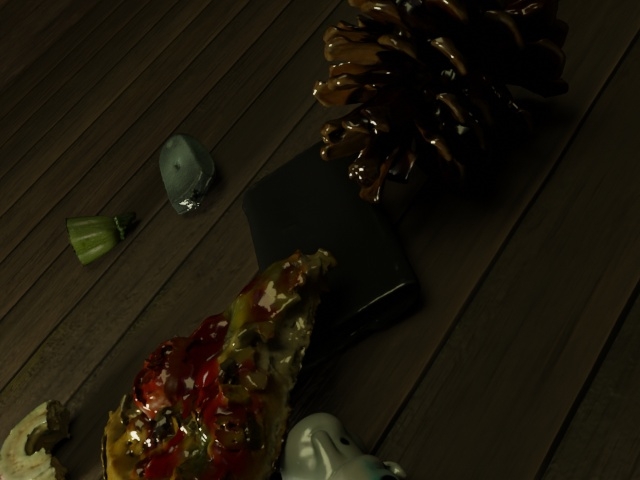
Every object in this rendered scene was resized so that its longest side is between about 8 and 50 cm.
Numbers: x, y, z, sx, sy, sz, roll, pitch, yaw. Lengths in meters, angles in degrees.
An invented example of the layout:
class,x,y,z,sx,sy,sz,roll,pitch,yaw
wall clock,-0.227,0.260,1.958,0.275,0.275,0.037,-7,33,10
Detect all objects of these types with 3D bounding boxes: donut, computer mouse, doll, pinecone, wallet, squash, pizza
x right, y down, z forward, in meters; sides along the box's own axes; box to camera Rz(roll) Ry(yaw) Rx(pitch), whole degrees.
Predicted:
class,x,y,z,sx,sy,sz,roll,pitch,yaw
donut,-0.432,0.331,1.217,0.108,0.065,0.166,-33,37,5
computer mouse,-0.258,-0.131,1.596,0.113,0.068,0.229,-45,44,18
doll,0.030,0.268,0.875,0.107,0.110,0.180,-50,39,-10
pinecone,0.149,-0.213,1.149,0.384,0.384,0.384,-22,38,18
wallet,0.000,0.001,1.224,0.228,0.062,0.406,-31,39,11
squash,-0.431,-0.015,1.604,0.132,0.105,0.105,-18,36,-7
pizza,-0.136,0.159,1.023,0.406,0.130,0.440,-56,24,-16
